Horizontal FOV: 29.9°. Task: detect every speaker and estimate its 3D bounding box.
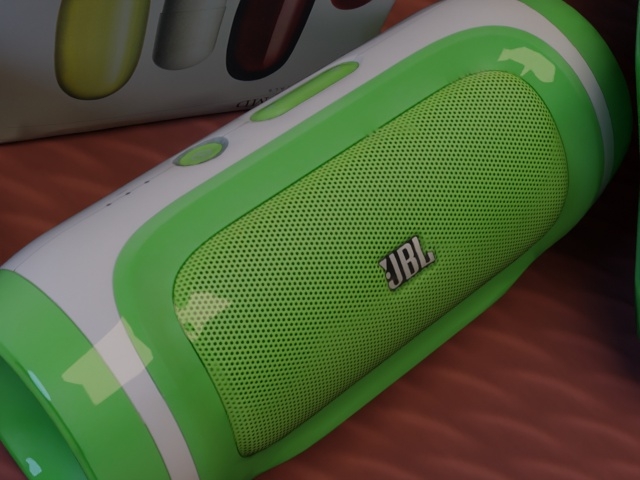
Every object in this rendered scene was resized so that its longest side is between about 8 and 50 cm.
[{"bbox_3d":[0.000,0.000,0.513,0.296,0.131,0.131,-35,77,-27],"label":"speaker"}]

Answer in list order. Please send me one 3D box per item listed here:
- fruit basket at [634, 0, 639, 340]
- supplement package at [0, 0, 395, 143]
[{"bbox_3d":[0.311,-0.086,0.607,0.283,0.392,0.392,-8,57,27],"label":"fruit basket"},{"bbox_3d":[-0.067,-0.166,0.534,0.194,0.203,0.149,-11,68,-20],"label":"supplement package"}]
